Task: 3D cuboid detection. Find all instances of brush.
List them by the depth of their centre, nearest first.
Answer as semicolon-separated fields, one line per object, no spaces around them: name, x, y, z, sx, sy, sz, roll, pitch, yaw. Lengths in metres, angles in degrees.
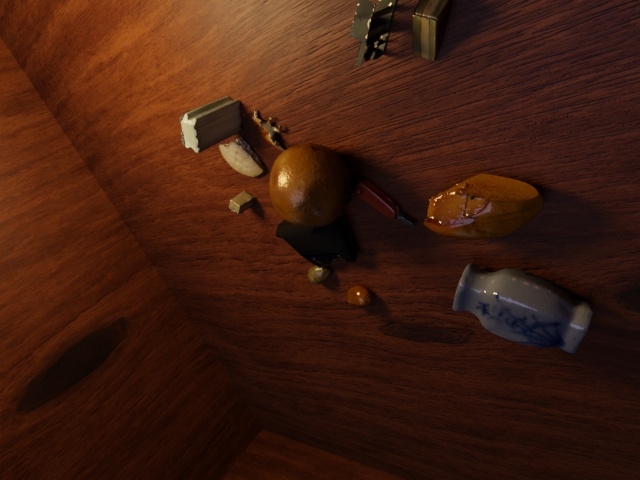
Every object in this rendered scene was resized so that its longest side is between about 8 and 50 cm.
brush;0.228;-0.148;1.635;0.323;0.051;0.070;37;136;10

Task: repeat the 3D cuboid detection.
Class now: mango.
mango;0.508;-0.107;1.352;0.350;0.201;0.199;-2;158;32
mango;0.172;0.264;2.002;0.159;0.084;0.105;-14;107;45

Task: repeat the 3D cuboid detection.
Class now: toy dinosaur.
toy dinosaur;-0.213;-0.429;1.773;0.142;0.057;0.212;19;133;43

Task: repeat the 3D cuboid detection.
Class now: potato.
potato;-0.379;-0.182;2.067;0.086;0.122;0.061;30;131;16
potato;-0.009;0.164;2.080;0.091;0.070;0.138;52;139;-9

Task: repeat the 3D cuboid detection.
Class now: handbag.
handbag;0.000;0.000;1.889;0.342;0.152;0.288;-10;127;48

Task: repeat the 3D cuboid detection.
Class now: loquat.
loquat;-0.038;-0.203;1.613;0.329;0.328;0.328;23;135;25

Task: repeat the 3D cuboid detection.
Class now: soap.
soap;-0.449;-0.480;1.770;0.094;0.261;0.150;26;136;27

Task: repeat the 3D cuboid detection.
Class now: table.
table;0.147;-0.614;1.243;0.062;0.146;0.175;32;137;15

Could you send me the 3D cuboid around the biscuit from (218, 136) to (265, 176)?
biscuit;-0.360;-0.380;1.949;0.266;0.040;0.188;27;139;20

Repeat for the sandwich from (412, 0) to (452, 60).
sandwich;0.317;-0.609;1.206;0.079;0.113;0.163;27;171;20

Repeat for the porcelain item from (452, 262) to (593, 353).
porcelain item;0.679;0.222;1.468;0.405;0.178;0.242;19;133;24
